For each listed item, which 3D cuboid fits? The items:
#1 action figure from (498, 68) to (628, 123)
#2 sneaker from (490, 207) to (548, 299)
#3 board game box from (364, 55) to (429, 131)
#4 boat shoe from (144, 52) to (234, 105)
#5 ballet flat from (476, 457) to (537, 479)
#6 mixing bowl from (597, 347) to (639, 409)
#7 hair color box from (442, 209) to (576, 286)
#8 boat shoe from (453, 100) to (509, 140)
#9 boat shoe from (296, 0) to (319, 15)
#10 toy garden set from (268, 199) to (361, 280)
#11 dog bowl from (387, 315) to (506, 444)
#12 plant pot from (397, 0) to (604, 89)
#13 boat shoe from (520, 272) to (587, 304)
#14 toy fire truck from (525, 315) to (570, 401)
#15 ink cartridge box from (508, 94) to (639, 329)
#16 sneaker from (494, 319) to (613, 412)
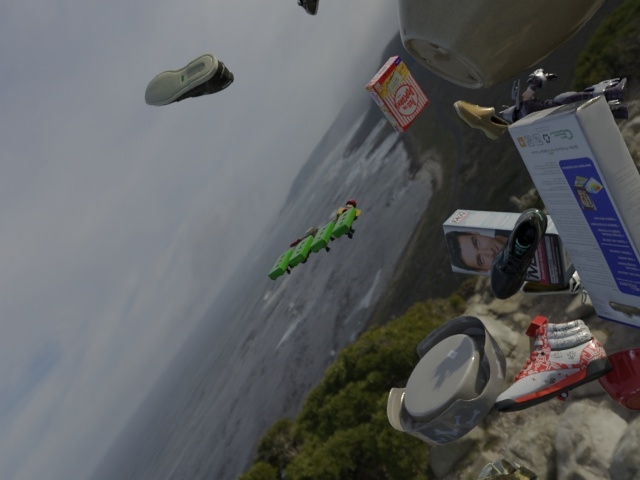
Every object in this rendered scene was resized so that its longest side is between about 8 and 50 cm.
[{"bbox_3d":[0.563,-0.310,1.440,0.285,0.185,0.099,-1,41,28],"label":"action figure"},{"bbox_3d":[0.518,0.040,1.642,0.106,0.101,0.267,-21,-49,-62],"label":"sneaker"},{"bbox_3d":[0.249,-0.470,1.976,0.147,0.193,0.045,-52,29,-17],"label":"board game box"},{"bbox_3d":[-0.299,-0.342,1.368,0.233,0.079,0.084,-11,74,31],"label":"boat shoe"},{"bbox_3d":[0.466,0.615,1.556,0.123,0.123,0.348,-53,-29,14],"label":"ballet flat"},{"bbox_3d":[0.784,0.355,1.518,0.181,0.181,0.098,-49,26,40],"label":"mixing bowl"},{"bbox_3d":[0.584,0.017,1.907,0.374,0.185,0.113,7,35,42],"label":"hair color box"},{"bbox_3d":[0.443,-0.342,1.674,0.072,0.190,0.068,-34,51,40],"label":"boat shoe"},{"bbox_3d":[-0.036,-0.697,1.746,0.206,0.065,0.075,-151,60,-84],"label":"boat shoe"},{"bbox_3d":[0.000,0.000,1.530,0.244,0.049,0.204,-33,13,25],"label":"toy garden set"},{"bbox_3d":[0.325,0.360,1.562,0.349,0.102,0.349,-47,13,14],"label":"dog bowl"},{"bbox_3d":[0.213,-0.321,0.825,0.191,0.284,0.284,-59,5,3],"label":"plant pot"},{"bbox_3d":[0.857,0.139,2.080,0.156,0.367,0.136,-77,-17,-58],"label":"boat shoe"},{"bbox_3d":[0.580,0.299,1.547,0.047,0.135,0.192,-27,-51,-46],"label":"toy fire truck"},{"bbox_3d":[0.430,-0.034,0.944,0.069,0.371,0.176,-28,9,-10],"label":"ink cartridge box"},{"bbox_3d":[0.501,0.281,1.394,0.270,0.145,0.090,-28,-31,14],"label":"sneaker"}]
